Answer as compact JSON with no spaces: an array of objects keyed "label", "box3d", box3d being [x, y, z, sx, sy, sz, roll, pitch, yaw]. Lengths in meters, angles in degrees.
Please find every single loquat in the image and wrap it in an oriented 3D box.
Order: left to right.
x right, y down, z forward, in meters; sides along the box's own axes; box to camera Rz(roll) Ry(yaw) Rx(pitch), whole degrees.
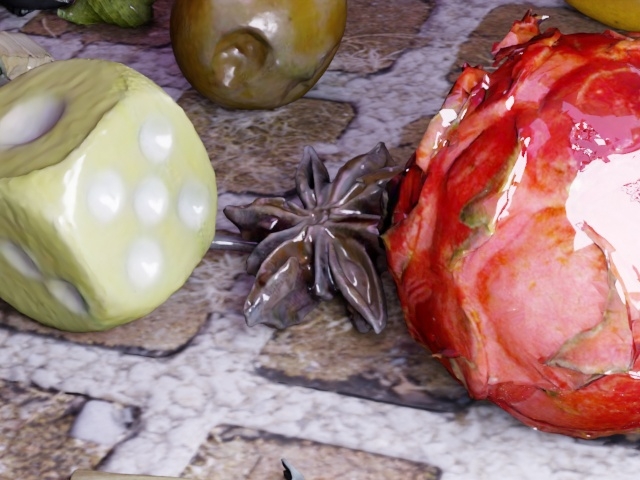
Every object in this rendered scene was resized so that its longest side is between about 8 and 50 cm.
[{"label":"loquat","box3d":[-0.059,-0.221,1.758,0.179,0.179,0.227,1,26,9]}]

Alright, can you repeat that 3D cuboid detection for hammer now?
[{"label":"hammer","box3d":[-0.096,0.179,1.295,0.182,0.017,0.062,4,34,14]}]

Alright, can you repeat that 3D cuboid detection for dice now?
[{"label":"dice","box3d":[-0.200,-0.038,1.468,0.166,0.169,0.169,8,47,39]}]

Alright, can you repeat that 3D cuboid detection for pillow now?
[{"label":"pillow","box3d":[-0.351,-0.294,2.010,0.091,0.055,0.135,-27,41,-33]}]

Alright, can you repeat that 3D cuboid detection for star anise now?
[{"label":"star anise","box3d":[0.000,0.000,1.485,0.209,0.089,0.231,-43,36,-19]}]

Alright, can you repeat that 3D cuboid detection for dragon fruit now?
[{"label":"dragon fruit","box3d":[0.193,-0.008,1.288,0.295,0.296,0.301,-29,42,-31]}]

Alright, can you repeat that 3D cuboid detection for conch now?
[{"label":"conch","box3d":[-0.229,-0.263,1.955,0.121,0.074,0.089,-15,-1,16]}]

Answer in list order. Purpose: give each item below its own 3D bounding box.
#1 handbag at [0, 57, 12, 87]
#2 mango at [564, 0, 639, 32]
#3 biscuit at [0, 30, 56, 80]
[{"label":"handbag","box3d":[-0.340,-0.060,1.506,0.079,0.219,0.256,16,37,23]},{"label":"mango","box3d":[0.347,-0.280,1.850,0.227,0.109,0.147,16,63,28]},{"label":"biscuit","box3d":[-0.353,-0.127,1.649,0.281,0.179,0.084,-27,82,-44]}]
